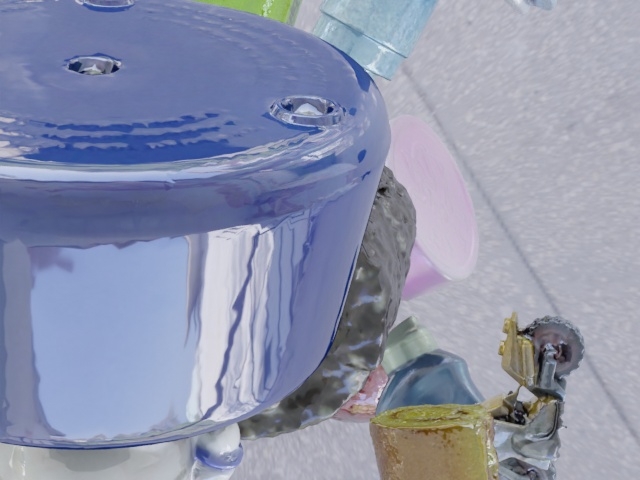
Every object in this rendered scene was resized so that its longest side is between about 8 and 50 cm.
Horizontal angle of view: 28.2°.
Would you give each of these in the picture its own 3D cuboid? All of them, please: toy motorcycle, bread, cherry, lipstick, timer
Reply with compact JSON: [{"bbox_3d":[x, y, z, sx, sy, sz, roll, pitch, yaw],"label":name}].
[{"bbox_3d":[0.209,0.184,1.400,0.130,0.094,0.229,12,112,11],"label":"toy motorcycle"},{"bbox_3d":[0.118,0.249,1.235,0.132,0.103,0.172,-6,97,30],"label":"bread"},{"bbox_3d":[0.050,0.187,1.870,0.192,0.250,0.175,-16,58,26],"label":"cherry"},{"bbox_3d":[0.020,-0.116,0.806,0.061,0.068,0.274,34,100,29],"label":"lipstick"},{"bbox_3d":[-0.118,0.087,0.649,0.270,0.270,0.383,5,116,-3],"label":"timer"}]

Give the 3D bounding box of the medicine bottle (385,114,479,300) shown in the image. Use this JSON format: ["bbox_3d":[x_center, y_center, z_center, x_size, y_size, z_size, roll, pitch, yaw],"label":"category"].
[{"bbox_3d":[0.000,0.000,1.530,0.325,0.212,0.212,-20,92,29],"label":"medicine bottle"}]

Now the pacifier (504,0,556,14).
[{"bbox_3d":[0.235,-0.417,1.605,0.207,0.227,0.279,-42,72,7],"label":"pacifier"}]

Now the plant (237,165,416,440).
[{"bbox_3d":[-0.043,0.001,1.050,0.213,0.312,0.215,36,106,-10],"label":"plant"}]

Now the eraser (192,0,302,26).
[{"bbox_3d":[-0.116,-0.354,1.626,0.210,0.092,0.274,18,82,10],"label":"eraser"}]

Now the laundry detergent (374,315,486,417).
[{"bbox_3d":[0.150,0.233,1.529,0.143,0.094,0.290,-28,75,6],"label":"laundry detergent"}]
